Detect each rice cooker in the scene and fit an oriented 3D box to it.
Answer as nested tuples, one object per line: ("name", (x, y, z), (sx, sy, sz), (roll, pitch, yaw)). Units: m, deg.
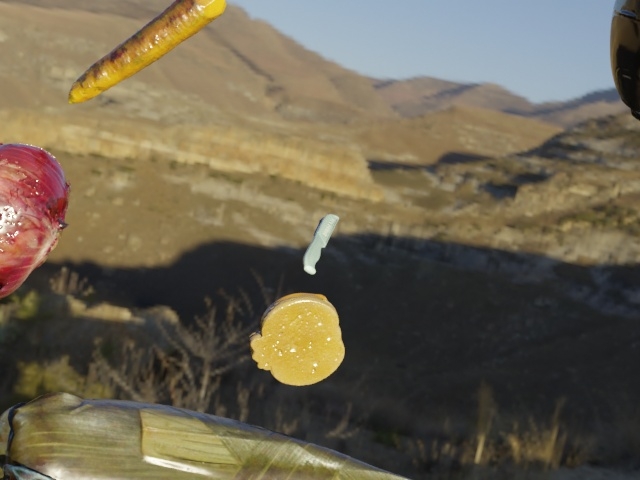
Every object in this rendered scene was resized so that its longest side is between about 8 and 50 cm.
("rice cooker", (0.439, -0.238, 1.317), (0.118, 0.203, 0.142), (-19, 27, -8))

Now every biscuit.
("biscuit", (-0.044, 0.167, 1.771), (0.170, 0.170, 0.050), (10, 19, -19))

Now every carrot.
("carrot", (-0.295, -0.323, 1.729), (0.066, 0.314, 0.066), (56, 3, -5))

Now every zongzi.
("zongzi", (-0.128, 0.278, 1.229), (0.432, 0.208, 0.403), (-15, -34, 27))

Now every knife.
("knife", (-0.001, 0.000, 1.628), (0.028, 0.015, 0.210), (39, 26, -7))

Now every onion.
("onion", (-0.485, -0.040, 1.516), (0.219, 0.252, 0.252), (33, 4, -9))
